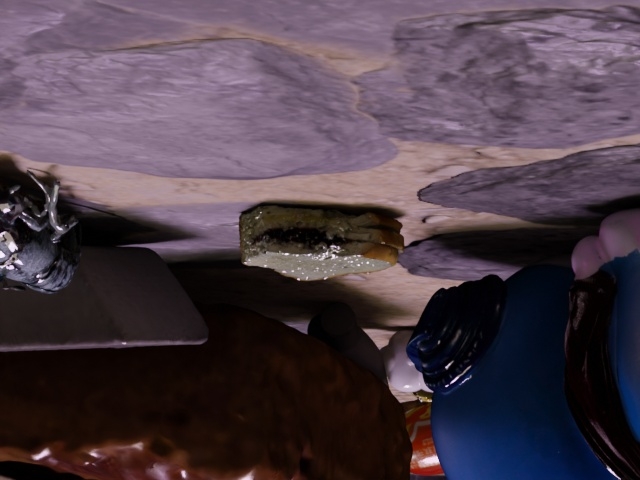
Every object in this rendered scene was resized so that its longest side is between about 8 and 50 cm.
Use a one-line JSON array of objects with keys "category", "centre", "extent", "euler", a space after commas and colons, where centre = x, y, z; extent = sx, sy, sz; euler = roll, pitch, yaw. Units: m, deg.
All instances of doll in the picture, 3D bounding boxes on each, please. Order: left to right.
[{"category": "doll", "centre": [0.107, 0.123, 1.820], "extent": [0.106, 0.062, 0.162], "euler": [-5, 166, 14]}, {"category": "doll", "centre": [0.211, 0.109, 1.321], "extent": [0.284, 0.240, 0.310], "euler": [31, 160, -15]}]

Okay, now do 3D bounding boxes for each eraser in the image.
[{"category": "eraser", "centre": [-0.254, 0.046, 1.425], "extent": [0.352, 0.077, 0.111], "euler": [-3, 175, 31]}]

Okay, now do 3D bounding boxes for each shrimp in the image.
[{"category": "shrimp", "centre": [-0.184, -0.001, 1.229], "extent": [0.082, 0.076, 0.174], "euler": [-22, 165, 7]}]

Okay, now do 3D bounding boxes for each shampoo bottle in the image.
[{"category": "shampoo bottle", "centre": [0.023, 0.099, 1.707], "extent": [0.080, 0.040, 0.165], "euler": [36, 165, 20]}]

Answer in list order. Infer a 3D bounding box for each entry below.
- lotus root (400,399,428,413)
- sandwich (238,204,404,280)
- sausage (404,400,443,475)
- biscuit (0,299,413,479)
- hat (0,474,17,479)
[{"category": "lotus root", "centre": [-0.028, 0.197, 2.010], "extent": [0.303, 0.131, 0.146], "euler": [3, 126, 9]}, {"category": "sandwich", "centre": [0.000, 0.000, 1.279], "extent": [0.105, 0.036, 0.093], "euler": [-6, 165, 33]}, {"category": "sausage", "centre": [0.169, 0.168, 1.761], "extent": [0.264, 0.083, 0.083], "euler": [-19, 162, 20]}, {"category": "biscuit", "centre": [-0.138, 0.149, 1.626], "extent": [0.395, 0.166, 0.342], "euler": [5, 167, 25]}, {"category": "hat", "centre": [-0.284, 0.260, 1.606], "extent": [0.173, 0.144, 0.166], "euler": [-5, 169, -23]}]
